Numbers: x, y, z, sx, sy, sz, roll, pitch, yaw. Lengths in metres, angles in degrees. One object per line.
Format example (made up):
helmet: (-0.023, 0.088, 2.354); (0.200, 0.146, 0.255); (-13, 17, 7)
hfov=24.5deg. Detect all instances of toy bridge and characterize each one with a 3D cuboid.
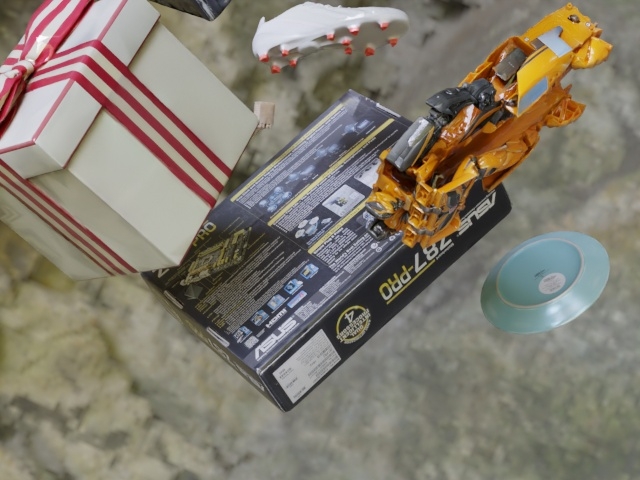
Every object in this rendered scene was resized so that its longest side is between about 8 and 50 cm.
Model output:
toy bridge: (-0.126, -0.159, 1.996); (0.188, 0.026, 0.063); (9, 96, 52)

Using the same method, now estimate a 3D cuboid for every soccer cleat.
soccer cleat: (0.010, -0.255, 1.744); (0.068, 0.196, 0.076); (50, -145, -55)

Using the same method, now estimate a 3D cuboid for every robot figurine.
robot figurine: (0.159, -0.104, 1.453); (0.291, 0.085, 0.211); (-41, -18, -25)

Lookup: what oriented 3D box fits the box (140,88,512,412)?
box: (0.000, 0.000, 1.894); (0.395, 0.318, 0.097); (-42, -49, -13)

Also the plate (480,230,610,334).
plate: (0.303, 0.051, 2.017); (0.024, 0.188, 0.188); (57, -136, -36)

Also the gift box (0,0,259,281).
gift box: (-0.277, -0.110, 1.670); (0.276, 0.258, 0.255); (-13, 43, 44)

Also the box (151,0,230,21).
box: (-0.188, -0.352, 1.113); (0.182, 0.296, 0.294); (-53, -45, -12)
